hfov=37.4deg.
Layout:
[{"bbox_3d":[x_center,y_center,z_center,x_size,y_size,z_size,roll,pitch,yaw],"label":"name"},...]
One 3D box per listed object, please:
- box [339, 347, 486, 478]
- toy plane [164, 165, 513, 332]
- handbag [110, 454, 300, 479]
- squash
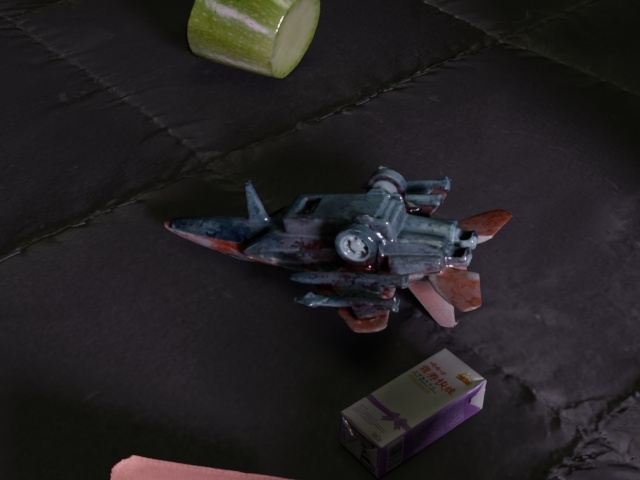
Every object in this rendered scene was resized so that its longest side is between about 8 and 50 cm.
[{"bbox_3d":[0.073,0.132,0.740,0.117,0.036,0.051,-27,46,-32],"label":"box"},{"bbox_3d":[0.000,-0.006,0.866,0.326,0.104,0.223,12,40,16],"label":"toy plane"},{"bbox_3d":[-0.050,0.225,0.556,0.157,0.059,0.212,13,25,-27],"label":"handbag"},{"bbox_3d":[-0.079,-0.286,1.198,0.123,0.170,0.170,30,45,16],"label":"squash"}]
